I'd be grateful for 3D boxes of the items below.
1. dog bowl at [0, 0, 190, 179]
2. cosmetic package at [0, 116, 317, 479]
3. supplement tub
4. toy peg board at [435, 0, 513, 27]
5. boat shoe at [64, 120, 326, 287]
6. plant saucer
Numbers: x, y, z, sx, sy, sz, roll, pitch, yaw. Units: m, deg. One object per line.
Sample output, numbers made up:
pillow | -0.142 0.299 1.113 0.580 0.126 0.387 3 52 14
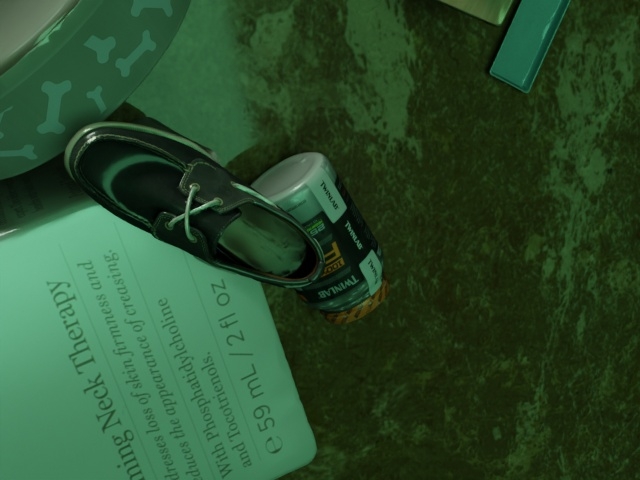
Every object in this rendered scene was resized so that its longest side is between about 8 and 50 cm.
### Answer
dog bowl | -0.267 -0.202 0.970 0.349 0.349 0.102 -46 129 -5
cosmetic package | -0.270 0.105 1.044 0.394 0.327 0.329 -23 110 -14
supplement tub | 0.000 0.000 1.239 0.117 0.117 0.190 -36 113 -9
toy peg board | 0.170 -0.345 1.207 0.161 0.079 0.161 26 94 9
boat shoe | -0.098 -0.028 0.858 0.233 0.079 0.084 29 93 -24
plant saucer | 0.277 -0.289 1.329 0.067 0.018 0.192 22 94 -25
